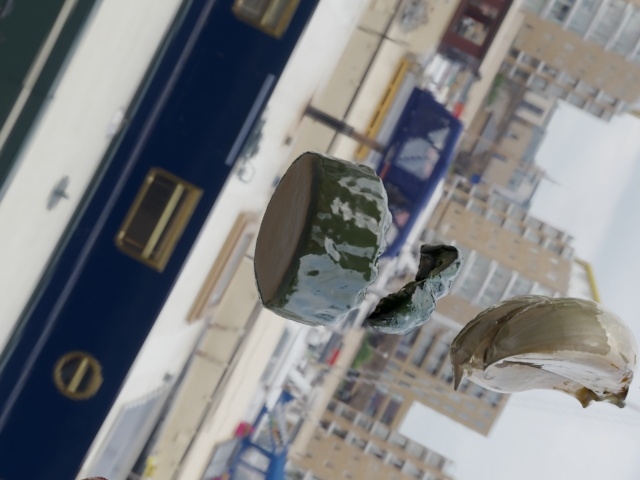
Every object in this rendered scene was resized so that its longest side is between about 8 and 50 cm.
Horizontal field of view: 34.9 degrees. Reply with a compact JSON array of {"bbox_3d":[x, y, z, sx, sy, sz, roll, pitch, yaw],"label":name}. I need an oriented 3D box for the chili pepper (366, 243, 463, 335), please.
[{"bbox_3d":[0.214,0.119,2.206,0.264,0.116,0.148,-44,-159,-31],"label":"chili pepper"}]

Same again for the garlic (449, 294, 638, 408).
[{"bbox_3d":[0.411,0.201,1.846,0.286,0.312,0.250,-100,-150,-74],"label":"garlic"}]

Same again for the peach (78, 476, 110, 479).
[{"bbox_3d":[-0.415,0.519,1.733,0.226,0.190,0.196,-39,-158,-32],"label":"peach"}]

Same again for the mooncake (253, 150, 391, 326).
[{"bbox_3d":[0.000,0.000,2.117,0.356,0.194,0.357,-162,-90,-72],"label":"mooncake"}]
